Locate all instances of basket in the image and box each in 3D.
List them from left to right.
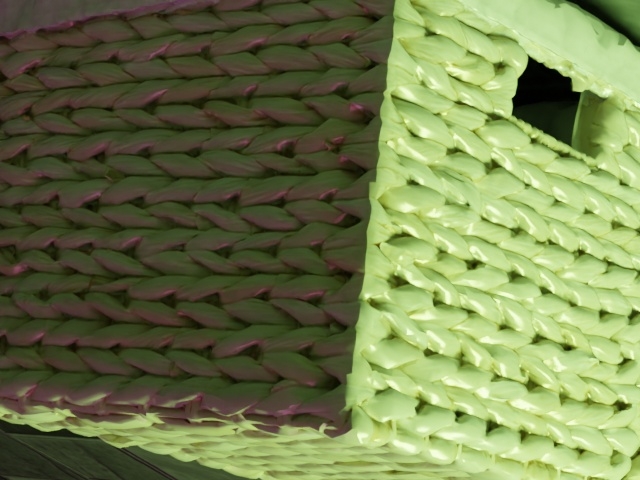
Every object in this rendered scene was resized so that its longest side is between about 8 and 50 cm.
[{"bbox_3d":[0.000,0.000,1.096,0.331,0.266,0.328,0,167,39],"label":"basket"}]
